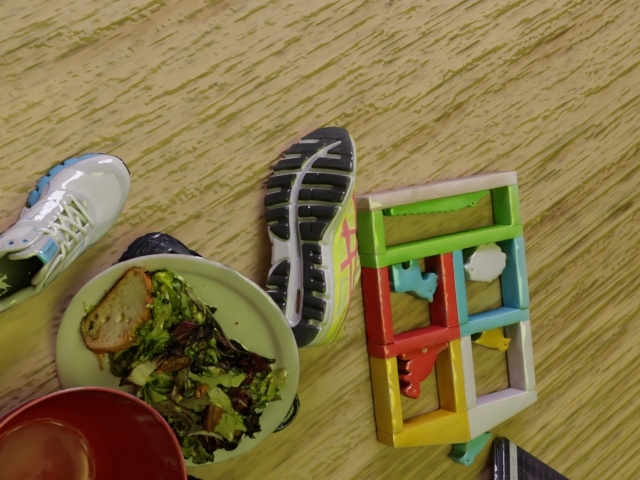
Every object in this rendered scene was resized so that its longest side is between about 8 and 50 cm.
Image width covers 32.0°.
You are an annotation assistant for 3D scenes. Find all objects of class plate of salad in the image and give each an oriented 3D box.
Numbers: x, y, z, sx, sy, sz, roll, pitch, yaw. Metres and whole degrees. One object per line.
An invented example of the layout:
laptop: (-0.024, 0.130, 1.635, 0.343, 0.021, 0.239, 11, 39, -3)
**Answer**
plate of salad: (-0.117, 0.105, 0.898, 0.200, 0.048, 0.199, 0, 113, 1)

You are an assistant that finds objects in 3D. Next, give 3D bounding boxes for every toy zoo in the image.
toy zoo: (0.132, 0.086, 1.124, 0.192, 0.030, 0.293, -10, 99, -32)

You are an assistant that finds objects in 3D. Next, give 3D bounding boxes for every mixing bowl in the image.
mixing bowl: (-0.207, 0.196, 0.871, 0.182, 0.098, 0.181, -2, 94, -33)

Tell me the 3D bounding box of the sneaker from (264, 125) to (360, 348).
sneaker: (0.000, 0.000, 1.015, 0.094, 0.082, 0.208, 30, 68, -60)

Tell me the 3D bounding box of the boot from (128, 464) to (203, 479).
boot: (-0.090, 0.280, 0.914, 0.077, 0.198, 0.137, 27, 82, -60)

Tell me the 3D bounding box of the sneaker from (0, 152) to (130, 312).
sneaker: (-0.212, 0.003, 0.866, 0.190, 0.083, 0.071, -47, 114, -23)

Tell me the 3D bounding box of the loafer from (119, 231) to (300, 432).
loafer: (-0.086, 0.086, 0.953, 0.076, 0.078, 0.223, -46, 116, -22)

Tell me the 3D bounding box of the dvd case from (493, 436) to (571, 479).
dvd case: (0.258, 0.326, 1.183, 0.221, 0.018, 0.164, 35, 43, -30)
